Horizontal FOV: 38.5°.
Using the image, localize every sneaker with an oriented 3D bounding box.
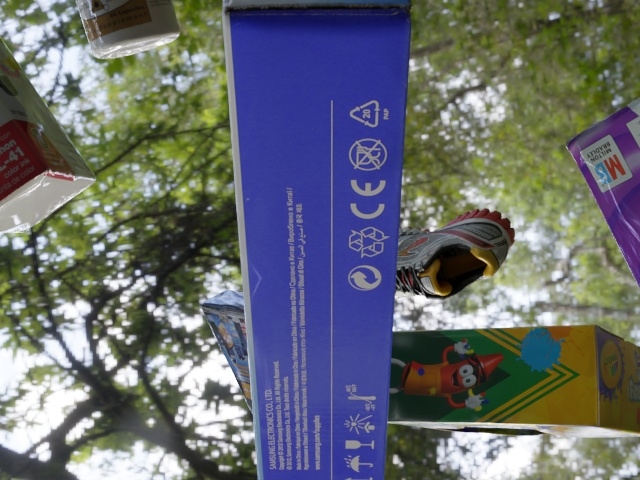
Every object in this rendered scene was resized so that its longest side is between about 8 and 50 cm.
[{"bbox_3d":[0.126,0.030,1.133,0.088,0.225,0.093,55,-146,-19],"label":"sneaker"}]

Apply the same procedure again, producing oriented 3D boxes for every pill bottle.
[{"bbox_3d":[-0.293,-0.385,1.300,0.131,0.131,0.229,-26,-77,-53],"label":"pill bottle"}]

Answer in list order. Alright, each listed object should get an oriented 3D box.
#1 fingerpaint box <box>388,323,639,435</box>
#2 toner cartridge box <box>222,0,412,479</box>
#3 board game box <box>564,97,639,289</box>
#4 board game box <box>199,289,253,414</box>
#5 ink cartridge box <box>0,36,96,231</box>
[{"bbox_3d":[0.363,0.259,1.602,0.444,0.370,0.163,22,-113,-56],"label":"fingerpaint box"},{"bbox_3d":[0.000,0.000,0.503,0.165,0.075,0.348,-91,1,-52],"label":"toner cartridge box"},{"bbox_3d":[0.247,0.040,0.361,0.144,0.142,0.275,-19,-100,-37],"label":"board game box"},{"bbox_3d":[-0.086,0.182,1.419,0.060,0.194,0.194,-29,-70,-33],"label":"board game box"},{"bbox_3d":[-0.425,-0.166,1.091,0.306,0.131,0.226,57,-178,-1],"label":"ink cartridge box"}]
